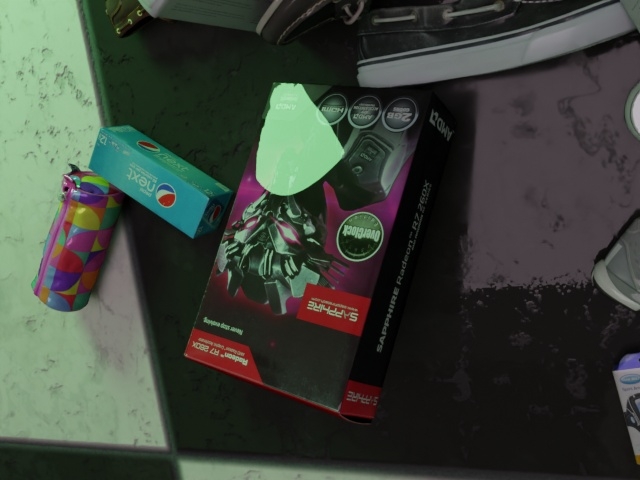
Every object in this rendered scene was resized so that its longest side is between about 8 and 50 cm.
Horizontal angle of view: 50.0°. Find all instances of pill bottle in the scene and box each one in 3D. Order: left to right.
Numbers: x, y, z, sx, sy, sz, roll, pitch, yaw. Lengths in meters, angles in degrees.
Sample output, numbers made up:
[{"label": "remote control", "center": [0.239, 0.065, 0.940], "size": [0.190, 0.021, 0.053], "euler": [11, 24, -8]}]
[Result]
[{"label": "pill bottle", "center": [0.351, -0.134, 0.697], "size": [0.078, 0.137, 0.078], "euler": [6, 104, 24]}]

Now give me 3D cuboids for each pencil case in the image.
[{"label": "pencil case", "center": [-0.391, -0.001, 1.094], "size": [0.104, 0.104, 0.236], "euler": [30, 113, 16]}]

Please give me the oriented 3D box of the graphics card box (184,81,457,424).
[{"label": "graphics card box", "center": [0.000, 0.000, 0.815], "size": [0.232, 0.094, 0.371], "euler": [12, 79, 34]}]

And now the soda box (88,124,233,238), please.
[{"label": "soda box", "center": [-0.239, -0.091, 1.020], "size": [0.210, 0.067, 0.071], "euler": [33, 113, 15]}]

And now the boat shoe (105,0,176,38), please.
[{"label": "boat shoe", "center": [-0.213, -0.337, 0.954], "size": [0.207, 0.073, 0.073], "euler": [-7, 100, 33]}]

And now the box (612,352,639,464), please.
[{"label": "box", "center": [0.400, 0.193, 0.810], "size": [0.081, 0.028, 0.136], "euler": [-14, 93, 27]}]

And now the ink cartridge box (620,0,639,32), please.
[{"label": "ink cartridge box", "center": [0.341, -0.279, 0.647], "size": [0.127, 0.072, 0.175], "euler": [-16, 69, -9]}]

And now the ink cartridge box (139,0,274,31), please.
[{"label": "ink cartridge box", "center": [-0.048, -0.369, 0.735], "size": [0.272, 0.309, 0.130], "euler": [-43, 82, 25]}]

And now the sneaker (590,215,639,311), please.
[{"label": "sneaker", "center": [0.424, 0.049, 0.736], "size": [0.228, 0.086, 0.132], "euler": [32, 110, 17]}]

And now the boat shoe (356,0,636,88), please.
[{"label": "boat shoe", "center": [0.182, -0.246, 0.759], "size": [0.335, 0.121, 0.119], "euler": [-6, 103, 28]}]

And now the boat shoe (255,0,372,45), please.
[{"label": "boat shoe", "center": [0.078, -0.315, 0.759], "size": [0.335, 0.112, 0.095], "euler": [-41, 94, 4]}]
